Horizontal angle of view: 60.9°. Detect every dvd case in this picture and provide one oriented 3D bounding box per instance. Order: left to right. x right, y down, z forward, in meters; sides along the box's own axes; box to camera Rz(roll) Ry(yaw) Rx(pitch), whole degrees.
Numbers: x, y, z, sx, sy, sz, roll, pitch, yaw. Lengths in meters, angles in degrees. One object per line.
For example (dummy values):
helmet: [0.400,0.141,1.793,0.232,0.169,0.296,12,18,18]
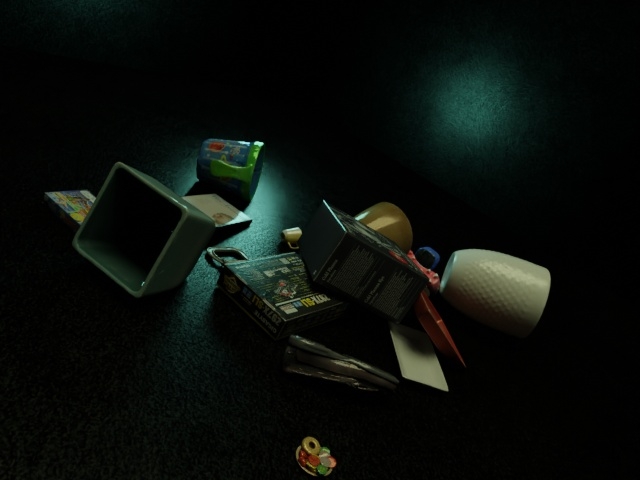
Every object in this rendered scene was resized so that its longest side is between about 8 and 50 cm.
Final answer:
dvd case: [-0.360,-0.100,1.859,0.180,0.022,0.253,34,17,13]

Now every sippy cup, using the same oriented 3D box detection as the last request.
sippy cup: [-0.350,-0.288,2.097,0.224,0.305,0.239,14,67,0]

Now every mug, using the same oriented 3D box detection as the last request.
mug: [-0.104,-0.011,1.931,0.064,0.062,0.078,-3,28,-35]
mug: [0.621,0.181,2.043,0.328,0.276,0.374,20,-8,5]

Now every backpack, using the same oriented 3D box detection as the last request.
backpack: [0.415,0.084,2.173,0.098,0.120,0.101,34,24,22]

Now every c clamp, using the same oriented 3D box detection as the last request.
c clamp: [-0.264,0.054,1.669,0.161,0.022,0.137,4,31,-43]

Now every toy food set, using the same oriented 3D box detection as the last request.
toy food set: [-0.010,0.439,1.096,0.083,0.020,0.083,30,23,11]

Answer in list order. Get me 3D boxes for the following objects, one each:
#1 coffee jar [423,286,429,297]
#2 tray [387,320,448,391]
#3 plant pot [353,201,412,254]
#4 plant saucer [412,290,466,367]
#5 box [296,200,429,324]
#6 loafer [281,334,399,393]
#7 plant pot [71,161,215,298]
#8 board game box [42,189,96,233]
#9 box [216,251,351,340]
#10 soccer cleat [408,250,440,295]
coffee jar: [0.318,0.155,1.973,0.096,0.079,0.184,13,26,-26]
tray: [0.275,0.339,1.593,0.145,0.030,0.270,21,23,-12]
plant pot: [0.167,-0.003,2.020,0.255,0.237,0.237,-17,45,-38]
plant saucer: [0.345,0.247,1.707,0.258,0.048,0.259,54,10,-26]
box: [0.121,0.060,1.721,0.313,0.178,0.343,28,11,-20]
loafer: [0.046,0.326,1.343,0.303,0.095,0.109,25,-8,-13]
plant pot: [-0.417,-0.019,1.405,0.248,0.247,0.252,33,7,18]
board game box: [-0.659,-0.076,1.529,0.201,0.035,0.136,36,25,24]
box: [-0.098,0.148,1.568,0.257,0.079,0.322,39,26,26]
soccer cleat: [0.363,0.117,2.107,0.083,0.095,0.248,-31,47,-21]
